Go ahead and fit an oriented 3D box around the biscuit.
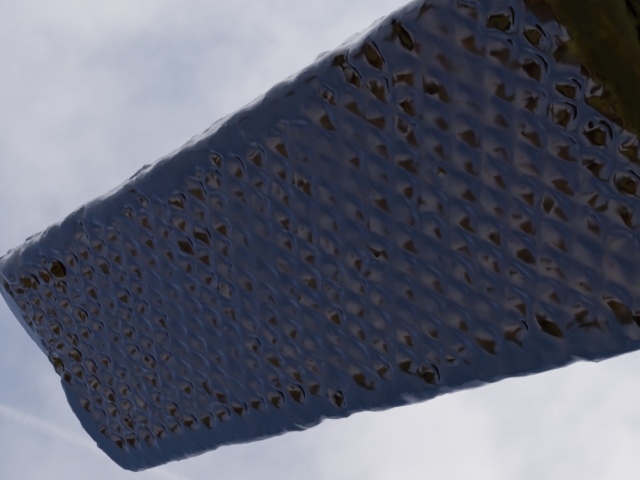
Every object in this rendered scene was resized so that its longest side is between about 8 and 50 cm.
[{"bbox_3d":[0.000,0.000,0.538,0.073,0.388,0.107,-37,-83,-33],"label":"biscuit"}]
